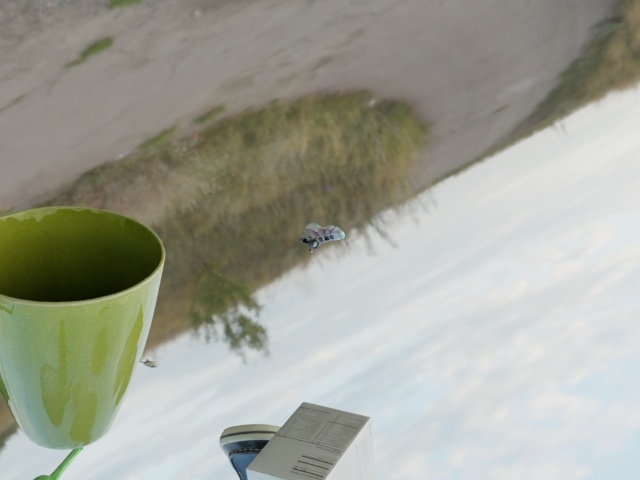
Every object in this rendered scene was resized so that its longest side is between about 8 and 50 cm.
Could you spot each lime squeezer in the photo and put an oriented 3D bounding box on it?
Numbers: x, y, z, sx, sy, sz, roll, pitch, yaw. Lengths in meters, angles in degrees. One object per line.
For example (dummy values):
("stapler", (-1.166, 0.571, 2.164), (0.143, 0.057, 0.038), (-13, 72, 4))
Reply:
("lime squeezer", (-0.578, 0.508, 1.781), (0.310, 0.059, 0.110), (-45, -154, -27))

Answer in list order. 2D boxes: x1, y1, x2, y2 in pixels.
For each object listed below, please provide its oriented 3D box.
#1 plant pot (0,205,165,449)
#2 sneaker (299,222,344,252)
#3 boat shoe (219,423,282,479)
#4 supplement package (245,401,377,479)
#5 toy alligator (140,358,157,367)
("plant pot", (-0.366, 0.142, 1.300), (0.274, 0.294, 0.275), (6, -153, -3))
("sneaker", (0.000, 0.000, 1.956), (0.098, 0.038, 0.069), (7, -129, 38))
("boat shoe", (-0.053, 0.537, 1.892), (0.186, 0.500, 0.156), (-12, -135, 21))
("supplement package", (-0.008, 0.434, 1.627), (0.149, 0.194, 0.203), (7, -152, 28))
("toy alligator", (-0.358, 0.203, 1.648), (0.189, 0.051, 0.056), (-4, 151, 34))
